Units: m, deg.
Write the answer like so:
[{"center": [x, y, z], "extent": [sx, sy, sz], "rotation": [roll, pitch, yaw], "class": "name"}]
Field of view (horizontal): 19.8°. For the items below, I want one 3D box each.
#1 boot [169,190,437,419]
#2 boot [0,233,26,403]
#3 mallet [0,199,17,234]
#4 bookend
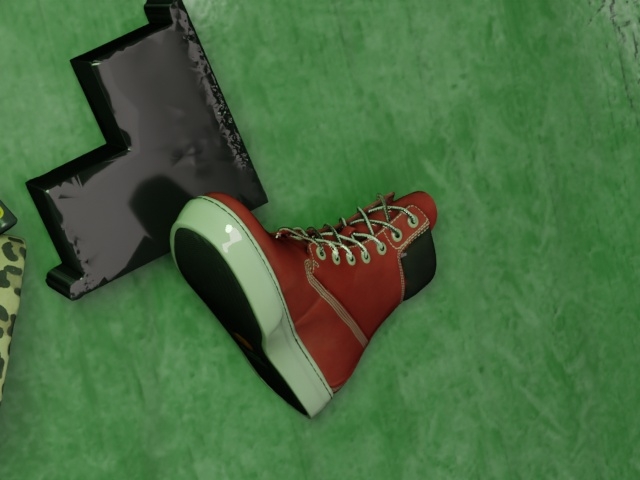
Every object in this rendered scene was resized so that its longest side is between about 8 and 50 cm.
[{"center": [0.000, 0.000, 1.285], "extent": [0.176, 0.088, 0.244], "rotation": [-47, 146, -12], "class": "boot"}, {"center": [-0.364, 0.122, 1.169], "extent": [0.284, 0.138, 0.377], "rotation": [16, 84, -23], "class": "boot"}, {"center": [-0.269, -0.080, 1.201], "extent": [0.062, 0.039, 0.190], "rotation": [-28, 85, -15], "class": "mallet"}, {"center": [-0.142, -0.065, 1.265], "extent": [0.157, 0.072, 0.156], "rotation": [-28, 106, -16], "class": "bookend"}]
